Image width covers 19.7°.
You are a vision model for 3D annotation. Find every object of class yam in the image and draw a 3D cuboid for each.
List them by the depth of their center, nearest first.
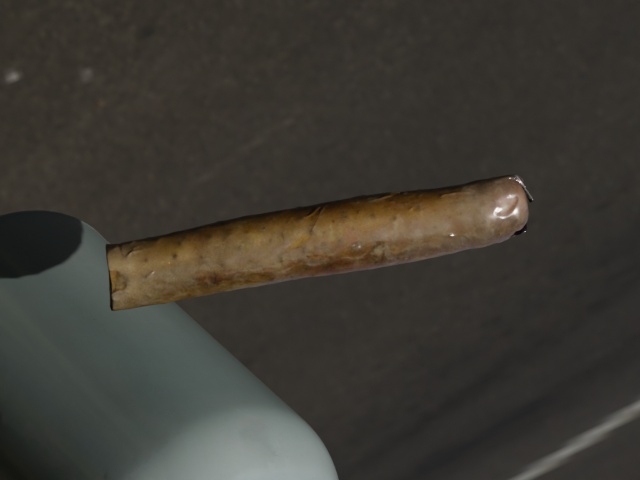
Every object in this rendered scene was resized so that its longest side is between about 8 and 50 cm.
[{"bbox_3d":[0.000,0.000,1.113,0.264,0.046,0.046,-10,165,-4],"label":"yam"}]

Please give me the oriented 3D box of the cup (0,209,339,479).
[{"bbox_3d":[-0.139,0.137,1.202,0.205,0.312,0.205,-23,131,-29],"label":"cup"}]
